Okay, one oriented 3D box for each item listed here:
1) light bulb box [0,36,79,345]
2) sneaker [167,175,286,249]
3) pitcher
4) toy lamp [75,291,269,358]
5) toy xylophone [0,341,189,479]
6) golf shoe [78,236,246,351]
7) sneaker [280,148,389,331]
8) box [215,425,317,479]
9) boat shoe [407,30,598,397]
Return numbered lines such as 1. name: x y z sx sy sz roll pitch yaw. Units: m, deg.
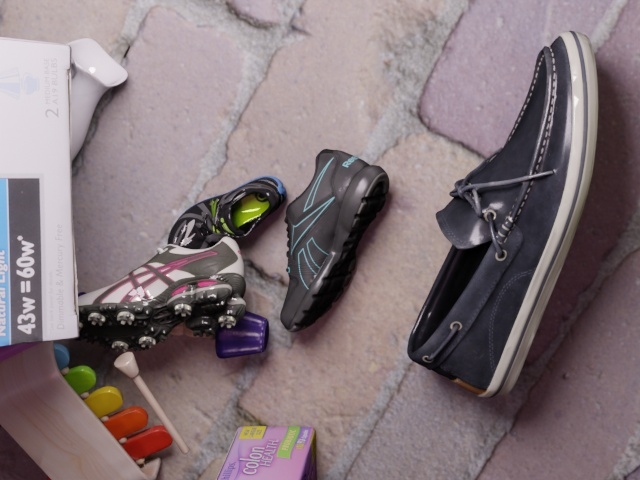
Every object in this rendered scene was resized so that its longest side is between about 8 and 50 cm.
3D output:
1. light bulb box: -0.483 -0.055 1.343 0.361 0.225 0.358 2 94 45
2. sneaker: -0.135 -0.030 1.524 0.188 0.078 0.067 -28 101 13
3. pitcher: -0.369 -0.168 1.463 0.125 0.178 0.207 45 104 7
4. toy lamp: -0.211 0.121 1.575 0.275 0.080 0.080 6 105 8
5. toy xylophone: -0.323 0.255 1.565 0.236 0.081 0.322 -18 123 6
6. golf shoe: -0.225 0.075 1.505 0.273 0.120 0.105 -10 141 15
7. sneaker: 0.000 0.000 1.523 0.106 0.101 0.267 32 108 20
8. box: -0.071 0.415 1.564 0.117 0.213 0.243 -1 104 7
9. boat shoe: 0.233 -0.029 1.432 0.156 0.187 0.500 14 111 -3
